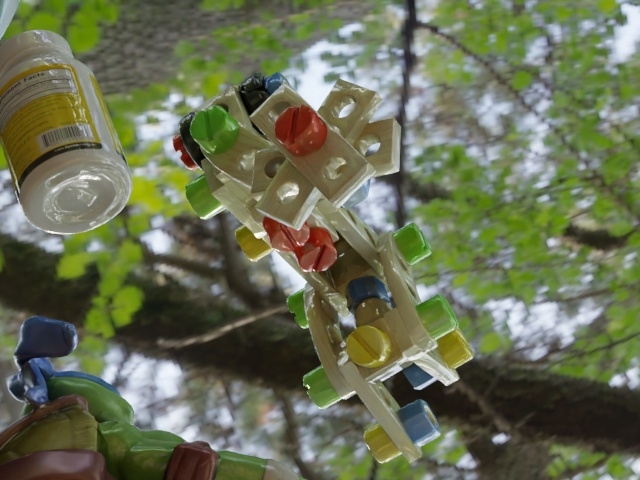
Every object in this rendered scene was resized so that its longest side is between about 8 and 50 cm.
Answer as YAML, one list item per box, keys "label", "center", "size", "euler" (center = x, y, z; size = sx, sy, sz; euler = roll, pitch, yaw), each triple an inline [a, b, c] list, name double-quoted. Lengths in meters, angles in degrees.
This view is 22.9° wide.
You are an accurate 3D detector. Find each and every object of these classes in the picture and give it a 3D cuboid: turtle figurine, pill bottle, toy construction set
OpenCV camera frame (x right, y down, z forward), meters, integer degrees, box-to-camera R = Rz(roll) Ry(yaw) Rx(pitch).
- label: "turtle figurine"
  center: [-0.076, 0.187, 0.671]
  size: [0.198, 0.266, 0.274]
  euler: [-7, -64, 7]
- label: "pill bottle"
  center: [-0.153, -0.066, 0.911]
  size: [0.065, 0.065, 0.116]
  euler: [-48, -132, 31]
- label: "toy construction set"
  center: [0.000, 0.000, 1.117]
  size: [0.151, 0.327, 0.215]
  euler: [-21, -128, 1]

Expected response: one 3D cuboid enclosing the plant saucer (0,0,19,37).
- label: "plant saucer"
  center: [-0.326, -0.143, 1.009]
  size: [0.317, 0.317, 0.043]
  euler: [-49, -121, 31]
